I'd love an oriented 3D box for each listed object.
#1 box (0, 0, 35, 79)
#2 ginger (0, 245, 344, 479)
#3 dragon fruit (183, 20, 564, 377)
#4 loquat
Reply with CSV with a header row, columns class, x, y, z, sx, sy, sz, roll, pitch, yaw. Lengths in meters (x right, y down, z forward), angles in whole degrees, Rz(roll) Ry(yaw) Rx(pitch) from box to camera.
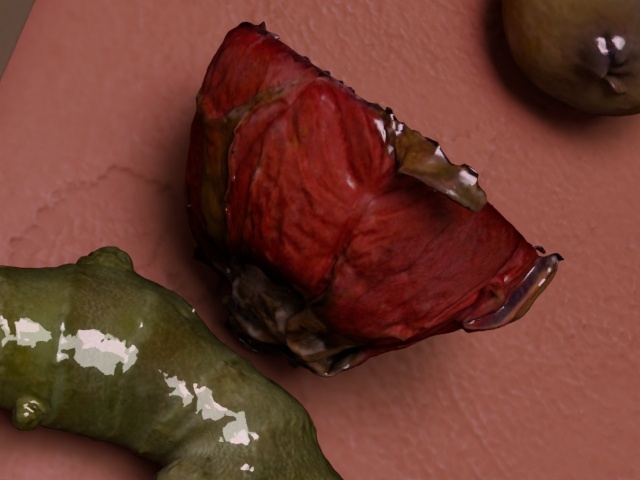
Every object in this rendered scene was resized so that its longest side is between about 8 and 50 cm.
class,x,y,z,sx,sy,sz,roll,pitch,yaw
box,-0.197,-0.222,0.726,0.198,0.084,0.310,42,65,-59
ginger,-0.068,0.115,0.771,0.137,0.089,0.290,-40,94,-23
dragon fruit,-0.001,-0.001,0.805,0.148,0.218,0.224,-51,54,0
loquat,0.199,-0.172,0.975,0.152,0.152,0.195,32,53,-13
